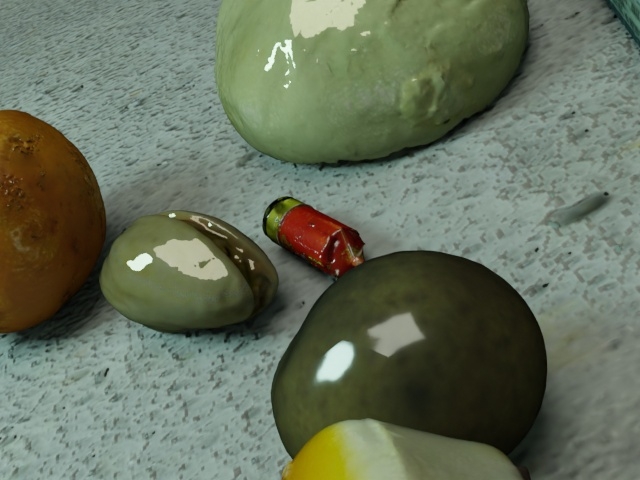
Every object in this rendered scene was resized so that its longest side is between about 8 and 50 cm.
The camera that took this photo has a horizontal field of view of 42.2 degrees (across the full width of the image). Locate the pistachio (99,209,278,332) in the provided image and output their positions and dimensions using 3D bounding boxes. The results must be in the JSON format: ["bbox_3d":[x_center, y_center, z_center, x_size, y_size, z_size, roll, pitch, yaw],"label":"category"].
[{"bbox_3d":[-0.126,0.033,0.776,0.185,0.124,0.124,13,54,33],"label":"pistachio"}]

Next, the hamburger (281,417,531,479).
[{"bbox_3d":[0.043,0.225,0.377,0.152,0.227,0.295,-3,37,-5],"label":"hamburger"}]

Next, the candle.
[{"bbox_3d":[0.000,0.000,0.780,0.052,0.052,0.131,-43,42,-17],"label":"candle"}]

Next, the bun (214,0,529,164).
[{"bbox_3d":[0.037,-0.258,0.921,0.364,0.202,0.364,-16,43,16],"label":"bun"}]

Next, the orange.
[{"bbox_3d":[-0.350,-0.020,0.880,0.240,0.240,0.240,-17,40,15],"label":"orange"}]

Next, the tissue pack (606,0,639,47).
[{"bbox_3d":[0.392,-0.309,0.835,0.228,0.103,0.315,-21,39,13],"label":"tissue pack"}]

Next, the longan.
[{"bbox_3d":[0.056,0.090,0.557,0.187,0.167,0.167,-40,39,2],"label":"longan"}]
